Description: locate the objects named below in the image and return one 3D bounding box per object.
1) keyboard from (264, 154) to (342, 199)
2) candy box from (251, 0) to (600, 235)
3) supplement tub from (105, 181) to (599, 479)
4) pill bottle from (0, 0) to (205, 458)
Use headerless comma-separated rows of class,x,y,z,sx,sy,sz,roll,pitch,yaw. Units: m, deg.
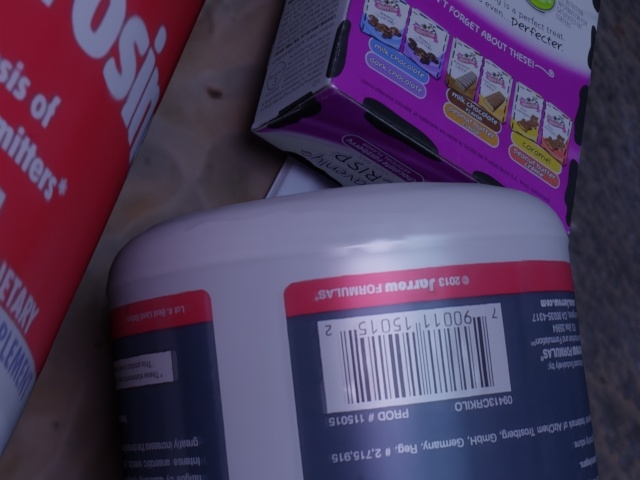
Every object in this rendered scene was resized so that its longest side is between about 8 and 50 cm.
keyboard,0.000,0.000,0.720,0.072,0.014,0.256,40,58,-23
candy box,0.067,-0.125,0.748,0.159,0.071,0.233,30,58,-28
supplement tub,0.019,0.123,0.576,0.191,0.191,0.272,-2,83,-33
pill bottle,-0.152,-0.122,0.524,0.229,0.229,0.408,31,61,-22
